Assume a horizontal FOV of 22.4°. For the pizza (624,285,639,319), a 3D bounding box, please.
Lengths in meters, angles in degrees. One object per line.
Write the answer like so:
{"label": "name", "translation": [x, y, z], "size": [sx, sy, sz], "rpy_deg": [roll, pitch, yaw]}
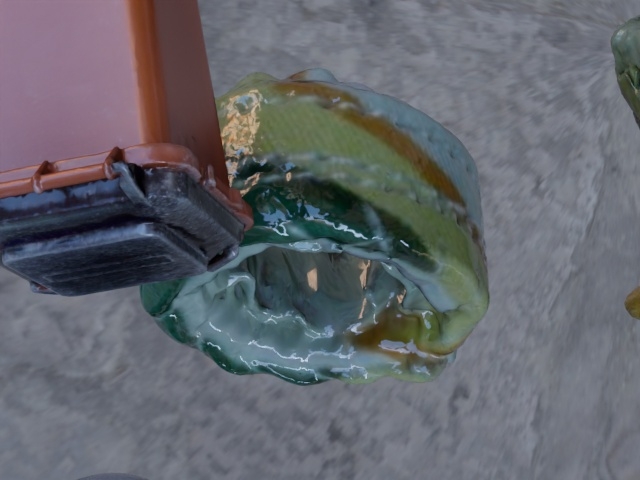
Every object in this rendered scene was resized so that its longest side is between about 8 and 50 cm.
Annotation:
{"label": "pizza", "translation": [0.373, 0.116, 1.535], "size": [0.154, 0.069, 0.194], "rpy_deg": [-10, 114, 48]}

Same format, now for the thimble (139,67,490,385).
{"label": "thimble", "translation": [0.000, 0.000, 1.290], "size": [0.288, 0.167, 0.254], "rpy_deg": [24, 140, -27]}

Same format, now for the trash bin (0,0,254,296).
{"label": "trash bin", "translation": [-0.144, -0.099, 0.996], "size": [0.161, 0.184, 0.239], "rpy_deg": [-10, 75, 13]}

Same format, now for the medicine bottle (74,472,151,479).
{"label": "medicine bottle", "translation": [-0.159, 0.338, 1.346], "size": [0.157, 0.289, 0.157], "rpy_deg": [-10, 125, -14]}

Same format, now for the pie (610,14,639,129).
{"label": "pie", "translation": [0.324, -0.040, 1.274], "size": [0.071, 0.306, 0.306], "rpy_deg": [-35, 89, 11]}
